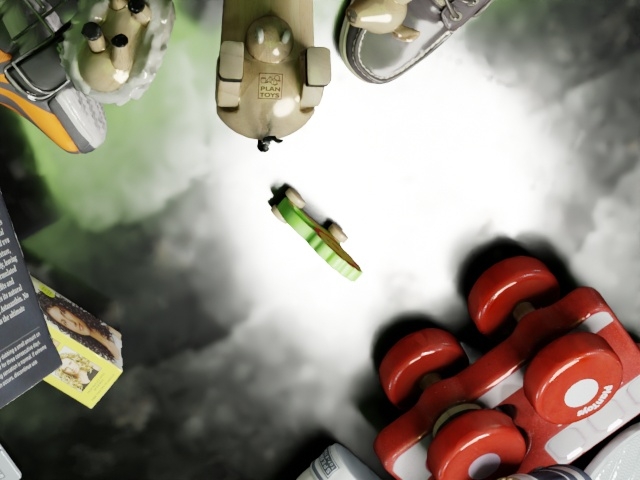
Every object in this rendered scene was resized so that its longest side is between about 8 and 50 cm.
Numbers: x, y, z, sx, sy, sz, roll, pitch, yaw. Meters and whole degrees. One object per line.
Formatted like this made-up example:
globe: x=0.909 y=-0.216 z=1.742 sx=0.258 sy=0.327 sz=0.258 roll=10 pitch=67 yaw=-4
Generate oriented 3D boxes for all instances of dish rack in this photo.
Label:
dish rack: x=-0.255 y=-0.279 z=1.138 sx=0.074 sy=0.208 sz=0.271 roll=-25 pitch=109 yaw=36

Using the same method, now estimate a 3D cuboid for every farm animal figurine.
farm animal figurine: x=-0.018 y=-0.224 z=1.116 sx=0.330 sy=0.172 sz=0.327 roll=18 pitch=80 yaw=-4

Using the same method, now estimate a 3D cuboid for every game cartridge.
game cartridge: x=-0.366 y=0.255 z=1.417 sx=0.083 sy=0.017 sz=0.056 roll=-28 pitch=110 yaw=1

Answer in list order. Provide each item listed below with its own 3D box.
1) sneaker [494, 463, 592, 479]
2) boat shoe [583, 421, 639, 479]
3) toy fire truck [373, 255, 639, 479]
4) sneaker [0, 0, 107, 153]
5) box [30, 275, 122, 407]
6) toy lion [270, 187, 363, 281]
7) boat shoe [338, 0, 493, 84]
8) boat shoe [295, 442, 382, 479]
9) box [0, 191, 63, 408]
sneaker: x=0.179 y=0.336 z=1.386 sx=0.153 sy=0.099 sz=0.282 roll=-6 pitch=141 yaw=-48
boat shoe: x=0.310 y=0.337 z=1.540 sx=0.109 sy=0.094 sz=0.302 roll=32 pitch=91 yaw=-11
toy fire truck: x=0.220 y=0.184 z=1.439 sx=0.302 sy=0.169 sz=0.254 roll=-39 pitch=132 yaw=6
sneaker: x=-0.346 y=-0.181 z=1.205 sx=0.180 sy=0.124 sz=0.321 roll=-34 pitch=106 yaw=10
box: x=-0.306 y=0.071 z=1.319 sx=0.232 sy=0.087 sz=0.058 roll=35 pitch=103 yaw=-22
toy lion: x=0.000 y=0.000 z=1.344 sx=0.100 sy=0.096 sz=0.034 roll=40 pitch=99 yaw=-22
boat shoe: x=0.129 y=-0.262 z=1.267 sx=0.285 sy=0.092 sz=0.103 roll=-45 pitch=111 yaw=7
boat shoe: x=0.080 y=0.402 z=1.499 sx=0.156 sy=0.136 sz=0.367 roll=-42 pitch=110 yaw=6
box: x=-0.425 y=0.027 z=1.124 sx=0.296 sy=0.183 sz=0.294 roll=-15 pitch=98 yaw=18
